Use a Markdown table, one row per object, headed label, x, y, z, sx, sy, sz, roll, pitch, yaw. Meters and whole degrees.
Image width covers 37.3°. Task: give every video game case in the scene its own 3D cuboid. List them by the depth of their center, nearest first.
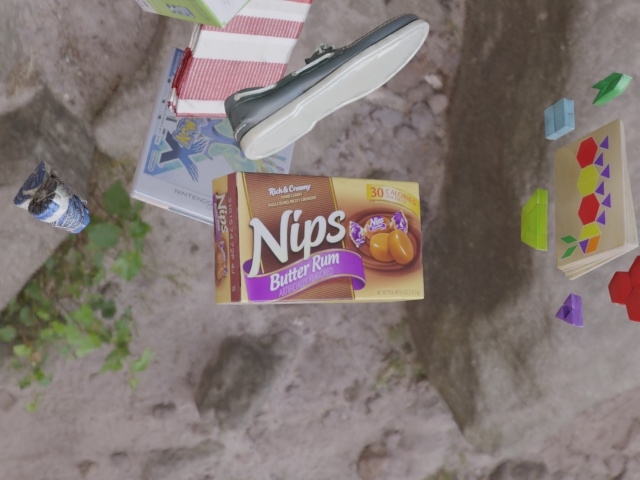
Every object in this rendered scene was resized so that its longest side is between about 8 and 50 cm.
| label | x | y | z | sx | sy | sz | roll | pitch | yaw |
| --- | --- | --- | --- | --- | --- | --- | --- | --- | --- |
| video game case | -0.198 | -0.188 | 1.887 | 0.299 | 0.329 | 0.036 | 20 | 156 | -22 |

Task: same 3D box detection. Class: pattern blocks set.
| label | x | y | z | sx | sy | sz | roll | pitch | yaw |
| --- | --- | --- | --- | --- | --- | --- | --- | --- | --- |
| pattern blocks set | 0.353 | -0.050 | 1.227 | 0.026 | 0.285 | 0.325 | 10 | 81 | -22 |

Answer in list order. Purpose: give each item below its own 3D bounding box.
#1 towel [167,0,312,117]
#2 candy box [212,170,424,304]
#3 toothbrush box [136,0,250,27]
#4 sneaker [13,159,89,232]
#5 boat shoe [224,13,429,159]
| label | x | y | z | sx | sy | sz | roll | pitch | yaw |
| --- | --- | --- | --- | --- | --- | --- | --- | --- | --- |
| towel | -0.127 | -0.364 | 1.654 | 0.237 | 0.037 | 0.329 | -7 | 129 | -46 |
| candy box | 0.000 | 0.000 | 0.824 | 0.186 | 0.053 | 0.109 | 2 | 83 | -33 |
| toothbrush box | -0.198 | -0.389 | 1.175 | 0.122 | 0.283 | 0.206 | -48 | 122 | -10 |
| sneaker | -0.264 | -0.036 | 0.942 | 0.058 | 0.135 | 0.052 | 38 | 90 | -31 |
| boat shoe | 0.004 | -0.241 | 1.353 | 0.319 | 0.099 | 0.116 | -34 | 162 | 2 |
